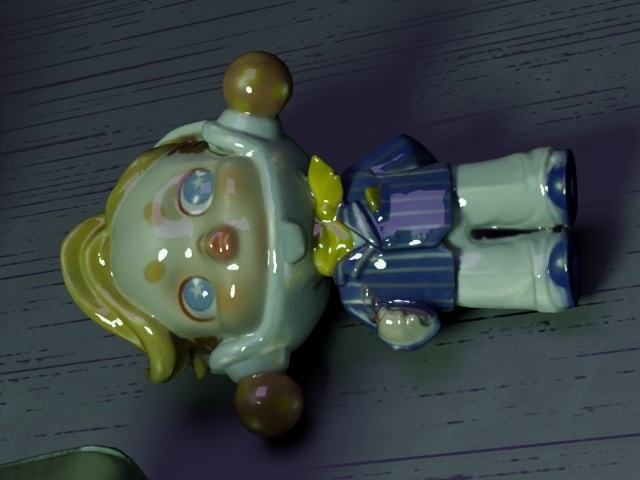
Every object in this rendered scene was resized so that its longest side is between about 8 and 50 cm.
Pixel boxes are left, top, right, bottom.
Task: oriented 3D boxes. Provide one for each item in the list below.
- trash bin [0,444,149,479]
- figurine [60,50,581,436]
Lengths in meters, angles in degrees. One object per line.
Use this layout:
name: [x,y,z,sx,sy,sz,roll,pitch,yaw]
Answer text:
trash bin: [-0.119,0.241,0.852,0.122,0.164,0.240,-14,48,22]
figurine: [0.003,-0.011,1.035,0.274,0.133,0.194,-25,84,14]
